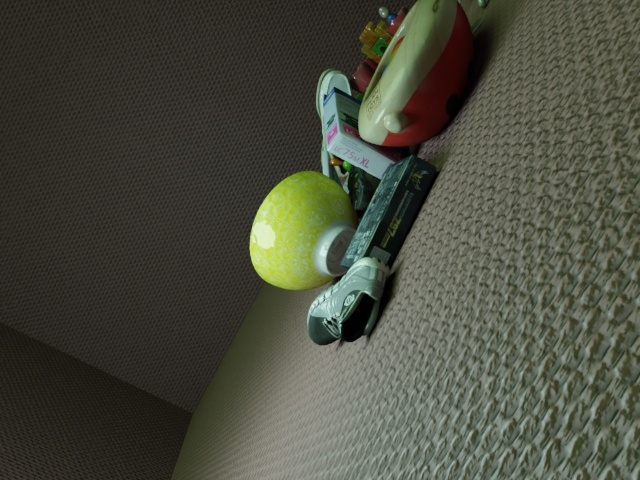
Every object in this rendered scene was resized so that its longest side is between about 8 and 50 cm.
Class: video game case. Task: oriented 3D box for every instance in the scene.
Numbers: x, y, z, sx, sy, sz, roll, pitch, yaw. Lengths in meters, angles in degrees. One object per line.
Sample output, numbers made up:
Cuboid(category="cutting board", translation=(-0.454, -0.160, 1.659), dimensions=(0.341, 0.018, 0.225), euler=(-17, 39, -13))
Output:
Cuboid(category="video game case", translation=(0.036, -0.135, 1.515), dimensions=(0.019, 0.143, 0.157), euler=(-16, 41, 12))

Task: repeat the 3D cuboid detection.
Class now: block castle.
Cuboid(category="block castle", translation=(0.163, -0.529, 1.875), dimensions=(0.303, 0.213, 0.453), euler=(-55, 7, -9))

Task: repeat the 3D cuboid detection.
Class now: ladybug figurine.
Cuboid(category="ladybug figurine", translation=(0.212, -0.350, 1.240), dimensions=(0.305, 0.162, 0.449), euler=(-52, 12, 49))

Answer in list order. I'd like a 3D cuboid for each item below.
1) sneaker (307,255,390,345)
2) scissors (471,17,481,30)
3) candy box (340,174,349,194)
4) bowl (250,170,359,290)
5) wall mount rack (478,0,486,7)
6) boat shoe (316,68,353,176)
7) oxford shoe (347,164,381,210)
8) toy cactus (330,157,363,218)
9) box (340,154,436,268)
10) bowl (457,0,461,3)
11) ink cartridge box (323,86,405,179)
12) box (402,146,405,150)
Cuboid(category="sneaker", translation=(0.034, 0.138, 1.007), dimensions=(0.229, 0.086, 0.132), euler=(-56, 12, 35))
Cuboid(category="scissors", translation=(0.317, -0.448, 1.459), dimensions=(0.109, 0.021, 0.297), euler=(-61, 8, -9))
Cuboid(category="candy box", translation=(0.085, -0.164, 1.869), dimensions=(0.187, 0.053, 0.109), euler=(-64, 8, -23))
Cuboid(category="bowl", translation=(0.000, 0.000, 1.331), dimensions=(0.156, 0.289, 0.289), euler=(26, 87, 39))
Cuboid(category="wall mount rack", translation=(0.387, -0.699, 1.504), dimensions=(0.304, 0.130, 0.350), euler=(-60, 7, -11))
Cuboid(category="boat shoe", translation=(0.056, -0.327, 1.655), dimensions=(0.103, 0.113, 0.302), euler=(-131, 33, -59))
Cuboid(category="oxford shoe", translation=(0.117, -0.134, 1.358), dimensions=(0.227, 0.096, 0.083), euler=(-97, 20, -51))
Cuboid(category="toy cactus", translation=(0.087, -0.130, 1.518), dimensions=(0.180, 0.112, 0.219), euler=(91, 170, -58))
Cuboid(category="box", translation=(0.124, -0.040, 1.121), dimensions=(0.233, 0.059, 0.183), euler=(-63, 8, -4))
Cuboid(category="bowl", translation=(0.357, -0.693, 1.821), dimensions=(0.170, 0.080, 0.170), euler=(-59, 8, 14))
Cuboid(category="ink cartridge box", translation=(0.099, -0.260, 1.378), dimensions=(0.065, 0.185, 0.311), euler=(-54, 22, 27))
Cuboid(category="box", translation=(0.202, -0.266, 1.498), dimensions=(0.207, 0.036, 0.114), euler=(-63, 8, -5))
